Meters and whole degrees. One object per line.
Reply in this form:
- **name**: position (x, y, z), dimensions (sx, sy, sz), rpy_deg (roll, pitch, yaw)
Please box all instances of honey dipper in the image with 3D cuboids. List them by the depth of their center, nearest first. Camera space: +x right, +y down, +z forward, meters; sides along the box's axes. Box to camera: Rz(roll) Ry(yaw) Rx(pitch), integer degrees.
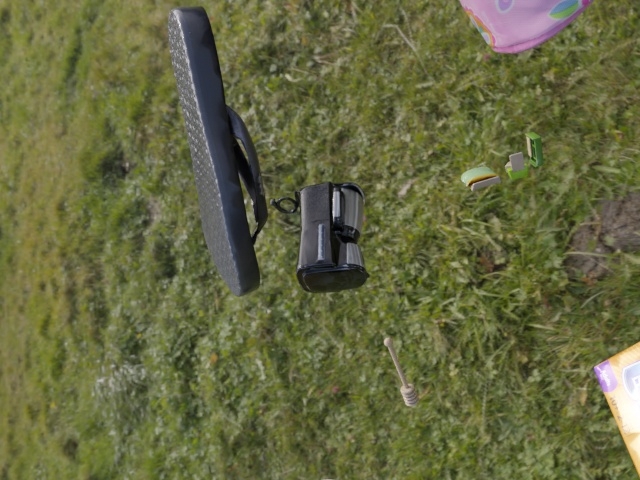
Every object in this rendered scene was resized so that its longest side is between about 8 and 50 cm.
- **honey dipper**: position (0.162, 0.264, 1.121), dimensions (0.030, 0.030, 0.160), rpy_deg (0, 120, 47)

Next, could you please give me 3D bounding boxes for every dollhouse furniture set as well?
- **dollhouse furniture set**: position (0.337, -0.149, 1.040), dimensions (0.076, 0.152, 0.058), rpy_deg (-95, -13, -64)

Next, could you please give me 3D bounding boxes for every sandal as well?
- **sandal**: position (-0.079, -0.075, 0.484), dimensions (0.097, 0.054, 0.254), rpy_deg (-173, 73, -67)

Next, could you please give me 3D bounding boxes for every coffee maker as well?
- **coffee maker**: position (0.000, 0.000, 0.994), dimensions (0.171, 0.120, 0.178), rpy_deg (-17, 53, 28)

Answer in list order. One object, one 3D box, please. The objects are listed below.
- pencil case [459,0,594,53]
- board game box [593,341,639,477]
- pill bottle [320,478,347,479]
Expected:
- **pencil case**: position (0.115, -0.279, 0.403), dimensions (0.124, 0.124, 0.284), rpy_deg (-21, 115, 45)
- **board game box**: position (0.956, 0.418, 1.294), dimensions (0.356, 0.356, 0.356), rpy_deg (-47, 31, 36)
- **pill bottle**: position (0.021, 0.455, 0.922), dimensions (0.108, 0.193, 0.108), rpy_deg (-6, 66, 13)
